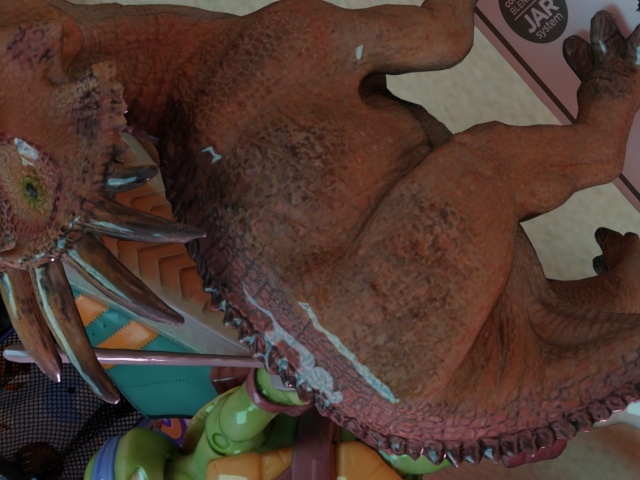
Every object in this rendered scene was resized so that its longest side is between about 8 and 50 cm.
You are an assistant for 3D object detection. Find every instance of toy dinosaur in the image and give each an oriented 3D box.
[{"bbox_3d":[0.000,0.000,0.546,0.296,0.200,0.127,37,145,18],"label":"toy dinosaur"}]

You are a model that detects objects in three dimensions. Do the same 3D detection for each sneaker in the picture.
[{"bbox_3d":[-0.103,0.028,0.924,0.302,0.108,0.121,31,137,23],"label":"sneaker"}]

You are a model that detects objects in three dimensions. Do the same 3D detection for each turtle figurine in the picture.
[{"bbox_3d":[0.029,0.128,0.705,0.274,0.266,0.197,81,-177,-84],"label":"turtle figurine"}]

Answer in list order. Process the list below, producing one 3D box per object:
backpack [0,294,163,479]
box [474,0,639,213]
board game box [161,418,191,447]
[{"bbox_3d":[-0.202,0.199,1.000,0.213,0.263,0.276,37,143,19],"label":"backpack"},{"bbox_3d":[0.094,-0.148,0.555,0.290,0.087,0.169,50,146,0],"label":"box"},{"bbox_3d":[-0.093,0.113,1.061,0.124,0.039,0.259,-16,107,52],"label":"board game box"}]
